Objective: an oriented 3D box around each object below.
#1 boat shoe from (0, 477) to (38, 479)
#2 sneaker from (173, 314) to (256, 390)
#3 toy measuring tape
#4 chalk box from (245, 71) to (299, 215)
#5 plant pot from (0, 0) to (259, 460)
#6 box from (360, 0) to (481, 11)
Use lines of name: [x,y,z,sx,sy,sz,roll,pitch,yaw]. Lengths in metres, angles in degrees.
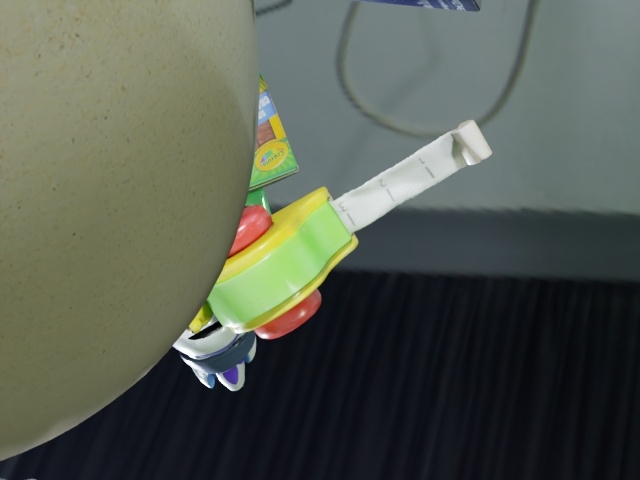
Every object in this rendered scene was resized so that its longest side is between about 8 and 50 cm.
boat shoe: [-0.430,0.348,1.858,0.500,0.156,0.187,41,118,-18]
sneaker: [-0.133,0.125,2.036,0.130,0.323,0.236,-28,120,-4]
toy measuring tape: [0.000,0.000,1.343,0.330,0.121,0.121,-29,122,17]
chalk box: [-0.118,-0.104,1.749,0.213,0.132,0.132,67,161,-1]
plant pot: [-0.143,-0.091,0.460,0.284,0.284,0.191,22,148,-3]
box: [0.033,-0.370,1.690,0.294,0.183,0.296,8,-179,12]
